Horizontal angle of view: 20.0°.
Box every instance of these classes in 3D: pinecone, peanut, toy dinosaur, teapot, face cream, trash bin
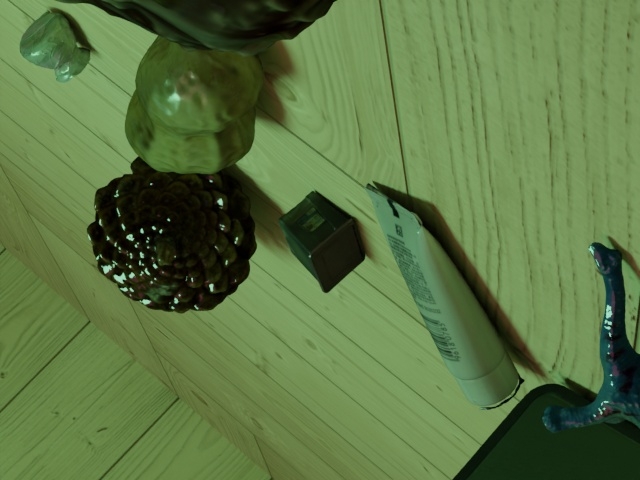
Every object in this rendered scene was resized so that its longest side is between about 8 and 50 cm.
[{"bbox_3d":[-0.164,-0.003,2.015,0.186,0.168,0.212,38,164,0],"label":"pinecone"},{"bbox_3d":[-0.114,-0.125,1.663,0.125,0.111,0.274,40,166,0],"label":"peanut"},{"bbox_3d":[0.275,0.141,1.426,0.329,0.076,0.144,48,133,-11],"label":"toy dinosaur"},{"bbox_3d":[-0.292,-0.217,2.006,0.064,0.064,0.083,45,-161,-35],"label":"teapot"},{"bbox_3d":[0.113,0.053,1.674,0.092,0.058,0.243,33,157,56],"label":"face cream"},{"bbox_3d":[0.303,0.313,1.694,0.223,0.158,0.343,29,165,48],"label":"trash bin"}]

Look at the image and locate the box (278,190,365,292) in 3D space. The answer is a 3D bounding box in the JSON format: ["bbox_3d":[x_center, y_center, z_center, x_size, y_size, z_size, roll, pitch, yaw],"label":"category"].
[{"bbox_3d":[0.000,0.000,1.814,0.063,0.060,0.084,42,167,28],"label":"box"}]

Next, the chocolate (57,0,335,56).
[{"bbox_3d":[-0.061,-0.217,1.071,0.210,0.225,0.340,39,170,-12],"label":"chocolate"}]
